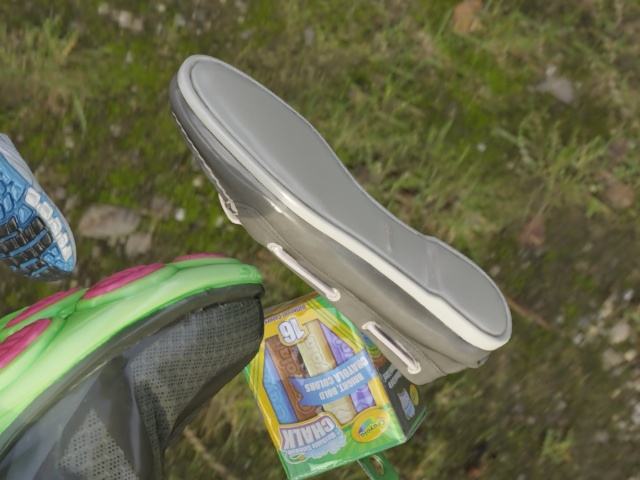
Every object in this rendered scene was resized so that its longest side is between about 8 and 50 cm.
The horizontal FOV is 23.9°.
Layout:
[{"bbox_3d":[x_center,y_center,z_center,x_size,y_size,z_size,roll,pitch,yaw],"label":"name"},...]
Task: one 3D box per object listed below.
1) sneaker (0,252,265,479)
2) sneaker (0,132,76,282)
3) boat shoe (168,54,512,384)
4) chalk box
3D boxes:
[{"bbox_3d":[-0.163,0.181,0.783,0.202,0.185,0.483,55,44,-18],"label":"sneaker"},{"bbox_3d":[-0.277,-0.050,1.348,0.190,0.071,0.083,54,17,-11],"label":"sneaker"},{"bbox_3d":[0.000,0.000,1.132,0.335,0.095,0.112,39,31,-21],"label":"boat shoe"},{"bbox_3d":[0.026,0.213,2.088,0.179,0.180,0.289,-21,91,16],"label":"chalk box"}]
